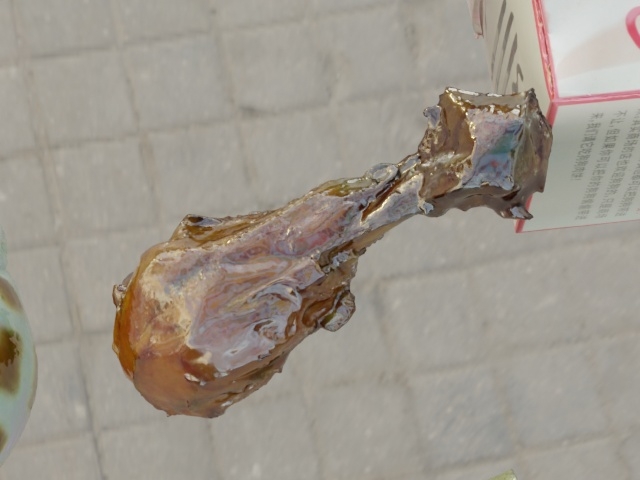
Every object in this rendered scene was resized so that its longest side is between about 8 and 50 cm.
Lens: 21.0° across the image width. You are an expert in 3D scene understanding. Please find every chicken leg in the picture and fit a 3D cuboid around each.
[{"bbox_3d":[0.000,0.000,1.012,0.304,0.093,0.113,-33,84,16],"label":"chicken leg"}]

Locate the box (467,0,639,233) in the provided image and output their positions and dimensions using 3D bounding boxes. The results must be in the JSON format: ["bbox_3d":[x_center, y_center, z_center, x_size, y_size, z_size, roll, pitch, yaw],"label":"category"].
[{"bbox_3d":[0.308,-0.206,1.549,0.312,0.314,0.300,-6,69,-2],"label":"box"}]

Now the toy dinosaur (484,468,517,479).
[{"bbox_3d":[0.021,0.158,0.680,0.162,0.294,0.077,-22,94,-8],"label":"toy dinosaur"}]

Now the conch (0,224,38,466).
[{"bbox_3d":[-0.320,0.087,1.163,0.249,0.197,0.368,26,36,-3],"label":"conch"}]
